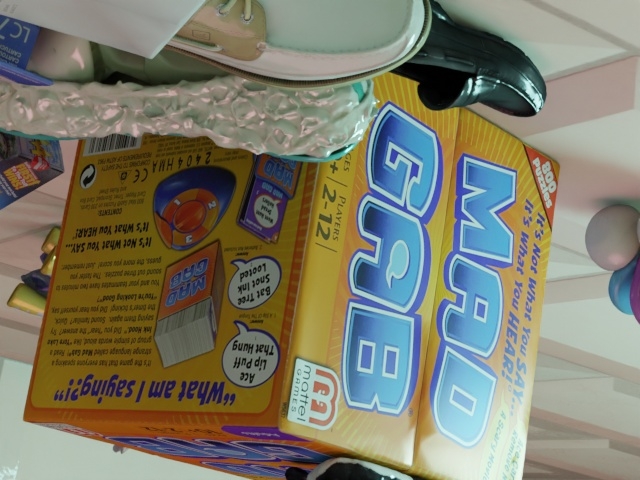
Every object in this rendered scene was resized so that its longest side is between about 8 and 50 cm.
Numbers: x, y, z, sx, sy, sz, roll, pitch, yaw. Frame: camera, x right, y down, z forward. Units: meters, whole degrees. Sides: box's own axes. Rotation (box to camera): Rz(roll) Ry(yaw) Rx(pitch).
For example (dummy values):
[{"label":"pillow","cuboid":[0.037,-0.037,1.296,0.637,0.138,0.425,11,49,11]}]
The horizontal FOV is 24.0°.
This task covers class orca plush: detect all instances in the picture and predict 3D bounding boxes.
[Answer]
[{"label":"orca plush","cuboid":[0.031,0.274,1.419,0.151,0.102,0.287,11,165,-6]}]

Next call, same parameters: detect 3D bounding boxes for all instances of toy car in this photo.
[{"label":"toy car","cuboid":[0.383,0.034,1.639,0.159,0.136,0.182,18,163,-31]}]

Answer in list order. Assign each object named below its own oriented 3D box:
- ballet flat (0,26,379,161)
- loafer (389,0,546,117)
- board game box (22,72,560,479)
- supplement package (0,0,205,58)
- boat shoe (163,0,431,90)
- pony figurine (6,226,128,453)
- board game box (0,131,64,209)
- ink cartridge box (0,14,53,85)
[{"label":"ballet flat","cuboid":[-0.144,-0.162,1.296,0.409,0.147,0.147,7,165,21]},{"label":"loafer","cuboid":[0.107,-0.142,1.261,0.076,0.078,0.223,-5,160,45]},{"label":"board game box","cuboid":[-0.022,0.049,1.514,0.356,0.356,0.356,-4,160,42]},{"label":"supplement package","cuboid":[-0.187,-0.242,0.937,0.262,0.145,0.204,15,164,-19]},{"label":"boat shoe","cuboid":[-0.069,-0.186,1.140,0.302,0.113,0.103,8,171,11]},{"label":"pony figurine","cuboid":[-0.269,0.125,2.236,0.363,0.303,0.351,30,151,-15]},{"label":"board game box","cuboid":[-0.403,-0.094,1.718,0.194,0.060,0.194,-20,142,3]},{"label":"ink cartridge box","cuboid":[-0.371,-0.197,1.271,0.186,0.065,0.311,23,176,-43]}]
